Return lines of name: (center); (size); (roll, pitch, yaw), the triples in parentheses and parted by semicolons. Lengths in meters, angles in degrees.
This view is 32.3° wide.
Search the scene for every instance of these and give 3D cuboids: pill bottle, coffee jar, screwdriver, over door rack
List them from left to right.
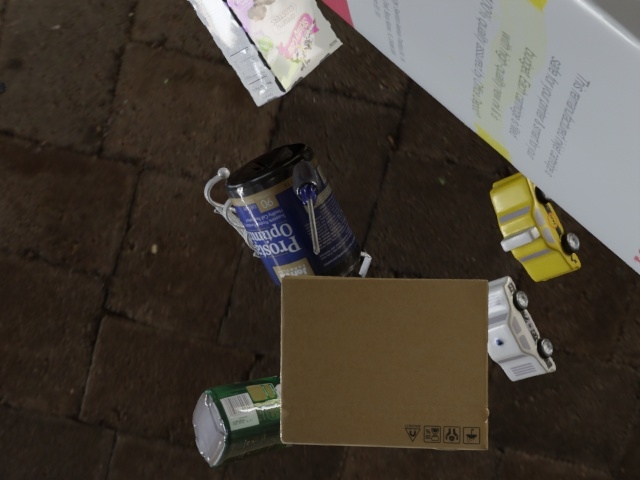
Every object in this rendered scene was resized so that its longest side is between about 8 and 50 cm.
coffee jar: (-0.049, 0.198, 1.277); (0.184, 0.079, 0.096); (-9, 146, -30)
pill bottle: (-0.023, -0.005, 1.417); (0.123, 0.123, 0.219); (-25, 107, 5)
screwdriver: (-0.008, -0.023, 0.883); (0.024, 0.170, 0.025); (-4, 120, -3)
over door rack: (0.000, 0.000, 1.673); (0.324, 0.239, 0.108); (29, 97, -27)

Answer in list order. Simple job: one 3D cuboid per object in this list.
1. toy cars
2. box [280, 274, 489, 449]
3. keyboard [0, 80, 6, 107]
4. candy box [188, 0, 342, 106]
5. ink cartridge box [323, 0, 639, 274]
toy cars: (0.329, 0.076, 1.852); (0.176, 0.087, 0.393); (24, 125, 28)
box: (0.061, 0.117, 1.065); (0.201, 0.021, 0.164); (0, 90, 9)
keyboard: (-0.281, -0.029, 0.511); (0.201, 0.317, 0.033); (-42, 120, -24)
candy box: (-0.080, -0.327, 1.649); (0.070, 0.165, 0.196); (-18, 112, 46)
ink cartridge box: (0.140, -0.155, 0.618); (0.385, 0.279, 0.160); (44, 84, 13)
